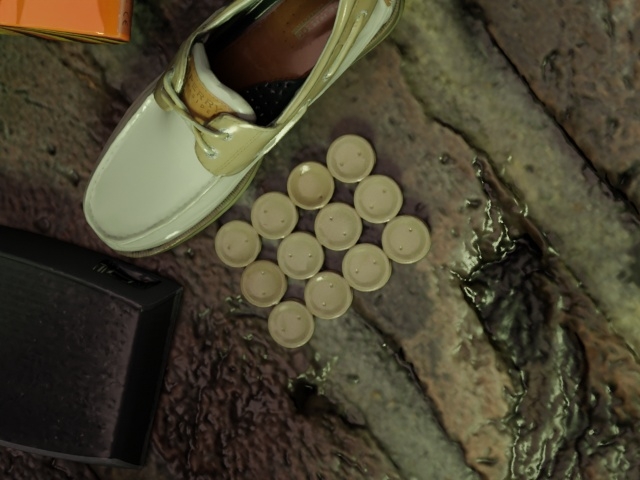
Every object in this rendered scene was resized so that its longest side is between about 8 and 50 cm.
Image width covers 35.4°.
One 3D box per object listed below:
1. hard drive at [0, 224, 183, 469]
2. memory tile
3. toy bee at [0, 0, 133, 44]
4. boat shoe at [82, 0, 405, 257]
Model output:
[{"bbox_3d":[-0.249,0.079,0.795,0.254,0.054,0.172,15,96,11],"label":"hard drive"},{"bbox_3d":[0.000,0.000,0.761,0.148,0.012,0.113,-36,85,12],"label":"memory tile"},{"bbox_3d":[-0.292,-0.202,0.758,0.298,0.162,0.195,27,90,-16],"label":"toy bee"},{"bbox_3d":[-0.070,-0.106,0.723,0.113,0.103,0.302,45,100,6],"label":"boat shoe"}]
